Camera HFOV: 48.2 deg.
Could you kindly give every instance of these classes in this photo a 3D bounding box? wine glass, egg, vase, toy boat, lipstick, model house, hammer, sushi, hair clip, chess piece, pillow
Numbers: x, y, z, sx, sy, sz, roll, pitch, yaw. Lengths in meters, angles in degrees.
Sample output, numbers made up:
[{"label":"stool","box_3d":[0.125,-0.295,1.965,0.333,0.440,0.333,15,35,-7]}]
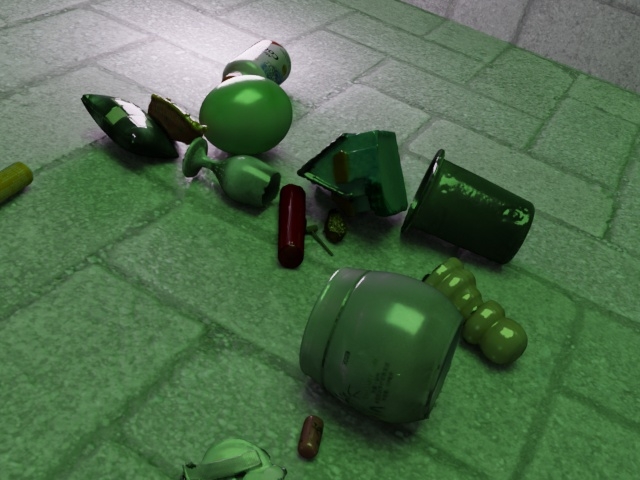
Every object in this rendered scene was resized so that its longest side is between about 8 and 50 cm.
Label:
[{"label":"wine glass","box_3d":[-0.227,-0.172,1.841,0.241,0.126,0.126,23,37,15]},{"label":"egg","box_3d":[-0.207,-0.346,1.994,0.269,0.220,0.220,-21,50,-32]},{"label":"vase","box_3d":[0.385,-0.067,1.860,0.291,0.245,0.245,27,37,1]},{"label":"toy boat","box_3d":[-0.409,-0.335,1.973,0.099,0.141,0.318,-33,36,-14]},{"label":"lipstick","box_3d":[-0.071,-0.042,1.772,0.073,0.073,0.280,9,37,-8]},{"label":"model house","box_3d":[0.070,-0.161,1.868,0.248,0.230,0.280,-10,2,19]},{"label":"hammer","box_3d":[-0.017,0.357,1.297,0.043,0.043,0.083,15,34,0]},{"label":"sushi","box_3d":[0.039,-0.039,1.816,0.061,0.060,0.118,2,40,-26]},{"label":"hammer","box_3d":[0.000,0.000,1.787,0.035,0.019,0.110,-15,49,-34]},{"label":"hair clip","box_3d":[-0.151,0.385,1.208,0.172,0.049,0.116,-7,46,-31]},{"label":"chess piece","box_3d":[0.346,0.172,1.607,0.142,0.143,0.261,-22,57,-39]},{"label":"pillow","box_3d":[-0.507,-0.299,1.911,0.250,0.106,0.186,42,16,28]}]

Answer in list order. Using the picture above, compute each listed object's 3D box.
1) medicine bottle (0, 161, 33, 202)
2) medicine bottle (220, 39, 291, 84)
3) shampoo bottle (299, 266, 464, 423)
[{"label":"medicine bottle","box_3d":[-0.747,-0.109,1.620,0.073,0.074,0.218,23,36,10]},{"label":"medicine bottle","box_3d":[-0.213,-0.526,2.280,0.157,0.157,0.289,22,37,9]},{"label":"shampoo bottle","box_3d":[0.116,0.195,1.361,0.266,0.273,0.273,18,36,19]}]
